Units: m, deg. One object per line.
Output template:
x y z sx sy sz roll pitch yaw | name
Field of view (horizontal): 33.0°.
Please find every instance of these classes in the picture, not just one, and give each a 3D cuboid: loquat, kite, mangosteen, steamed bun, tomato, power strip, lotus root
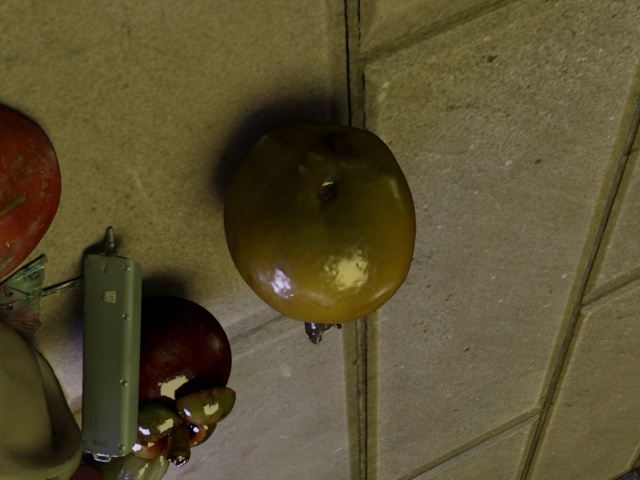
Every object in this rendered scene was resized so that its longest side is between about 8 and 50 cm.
0.000 0.000 1.143 0.213 0.213 0.246 -15 125 -26 | loquat
-0.302 0.060 1.171 0.152 0.005 0.137 -12 145 -30 | kite
-0.180 0.165 1.245 0.200 0.200 0.200 -23 149 -15 | mangosteen
-0.415 0.247 1.100 0.368 0.255 0.342 -46 145 19 | steamed bun
-0.335 -0.020 0.939 0.236 0.095 0.237 -23 149 -15 | tomato
-0.226 0.111 1.160 0.060 0.253 0.027 5 -174 19 | power strip
-0.266 0.316 1.505 0.090 0.077 0.183 -3 142 -51 | lotus root

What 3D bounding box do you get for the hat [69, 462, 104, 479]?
-0.387 0.342 1.424 0.205 0.089 0.205 -19 144 -14 | hat
